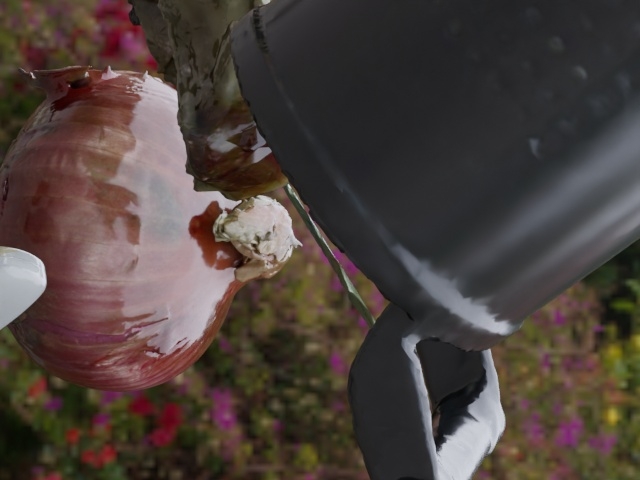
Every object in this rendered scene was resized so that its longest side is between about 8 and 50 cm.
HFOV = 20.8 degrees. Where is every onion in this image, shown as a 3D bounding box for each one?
[{"bbox_3d":[-0.221,-0.018,1.841,0.354,0.354,0.353,-178,-90,-68],"label":"onion"}]

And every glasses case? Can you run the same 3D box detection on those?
[{"bbox_3d":[-0.275,0.052,1.341,0.164,0.063,0.041,-33,-130,35],"label":"glasses case"}]

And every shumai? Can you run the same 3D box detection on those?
[{"bbox_3d":[-0.018,-0.155,1.248,0.283,0.217,0.346,-116,-162,-56],"label":"shumai"}]

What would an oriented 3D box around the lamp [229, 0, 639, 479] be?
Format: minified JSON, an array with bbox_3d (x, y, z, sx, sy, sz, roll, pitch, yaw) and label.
[{"bbox_3d":[0.110,-0.082,0.813,0.205,0.272,0.374,-31,103,-71],"label":"lamp"}]

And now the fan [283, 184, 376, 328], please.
[{"bbox_3d":[0.000,0.000,1.459,0.240,0.009,0.131,58,-2,38],"label":"fan"}]
